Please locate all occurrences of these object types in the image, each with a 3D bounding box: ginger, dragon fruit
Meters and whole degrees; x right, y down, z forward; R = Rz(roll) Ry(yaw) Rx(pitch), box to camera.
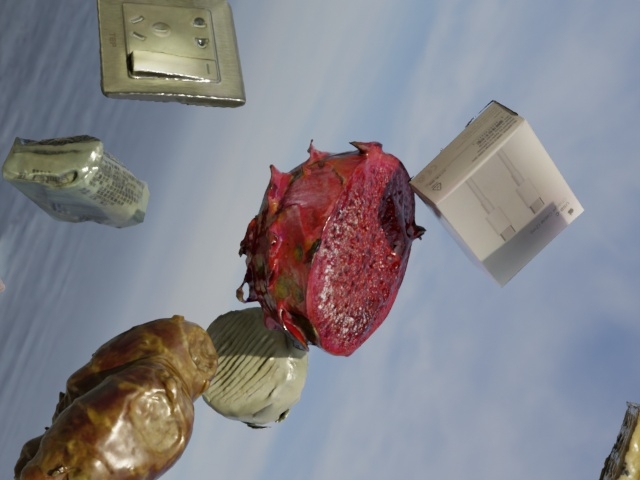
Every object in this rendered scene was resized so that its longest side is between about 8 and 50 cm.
[{"bbox_3d":[-0.303,0.250,1.435,0.357,0.274,0.152,-71,143,-59],"label":"ginger"},{"bbox_3d":[0.000,0.000,1.765,0.371,0.249,0.386,-21,121,-56],"label":"dragon fruit"}]

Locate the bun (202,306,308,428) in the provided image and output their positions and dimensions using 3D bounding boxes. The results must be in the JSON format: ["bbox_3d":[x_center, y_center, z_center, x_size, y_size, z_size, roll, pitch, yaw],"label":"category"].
[{"bbox_3d":[-0.123,0.248,1.959,0.141,0.239,0.239,21,89,-57],"label":"bun"}]

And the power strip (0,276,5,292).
[{"bbox_3d":[-0.386,0.047,0.957,0.154,0.078,0.154,-26,-178,1],"label":"power strip"}]

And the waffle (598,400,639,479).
[{"bbox_3d":[0.640,0.455,2.038,0.376,0.114,0.261,19,88,-74],"label":"waffle"}]

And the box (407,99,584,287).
[{"bbox_3d":[0.299,-0.076,1.702,0.203,0.252,0.106,-43,-142,-1],"label":"box"}]

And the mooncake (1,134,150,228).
[{"bbox_3d":[-0.514,-0.132,2.144,0.254,0.250,0.136,51,46,-58],"label":"mooncake"}]

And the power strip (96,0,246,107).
[{"bbox_3d":[-0.276,-0.336,1.826,0.092,0.257,0.251,115,-29,-48],"label":"power strip"}]
